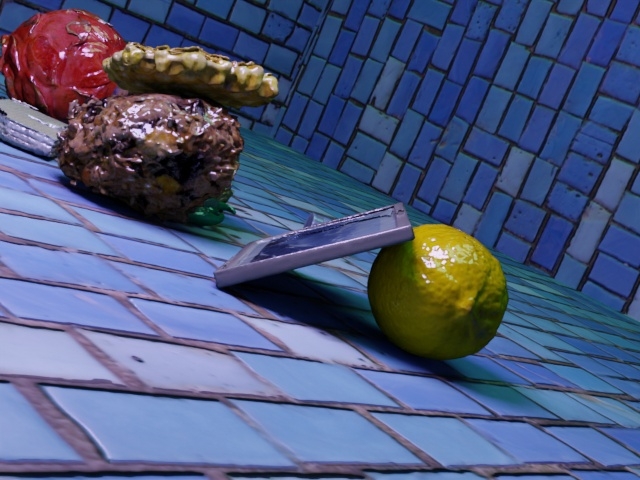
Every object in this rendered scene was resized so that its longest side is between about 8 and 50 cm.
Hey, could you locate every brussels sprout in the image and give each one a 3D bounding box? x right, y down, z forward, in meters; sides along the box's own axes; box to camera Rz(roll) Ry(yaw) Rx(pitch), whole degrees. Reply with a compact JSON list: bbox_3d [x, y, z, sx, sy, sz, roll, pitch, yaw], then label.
[{"bbox_3d":[-0.190,-0.078,1.779,0.085,0.058,0.085,29,-14,8],"label":"brussels sprout"}]

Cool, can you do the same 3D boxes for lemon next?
[{"bbox_3d":[0.152,0.066,1.336,0.180,0.181,0.193,21,-21,-21],"label":"lemon"}]

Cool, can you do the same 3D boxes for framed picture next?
[{"bbox_3d":[0.000,0.000,1.384,0.247,0.022,0.335,-14,5,5],"label":"framed picture"}]

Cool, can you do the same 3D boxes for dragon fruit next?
[{"bbox_3d":[-0.467,-0.310,1.894,0.241,0.252,0.241,50,20,-26],"label":"dragon fruit"}]

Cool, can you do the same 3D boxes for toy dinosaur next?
[{"bbox_3d":[-0.186,-0.052,1.639,0.096,0.059,0.132,38,22,30],"label":"toy dinosaur"}]

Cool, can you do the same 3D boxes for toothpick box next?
[{"bbox_3d":[0.012,-0.014,1.960,0.083,0.052,0.052,23,7,-17],"label":"toothpick box"}]

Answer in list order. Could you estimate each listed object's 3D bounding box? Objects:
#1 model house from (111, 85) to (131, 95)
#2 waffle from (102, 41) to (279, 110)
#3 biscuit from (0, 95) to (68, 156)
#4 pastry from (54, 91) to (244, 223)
[{"bbox_3d":[-0.296,-0.175,1.772,0.183,0.166,0.172,33,0,-23],"label":"model house"},{"bbox_3d":[-0.194,-0.240,1.556,0.291,0.051,0.291,9,-6,1],"label":"waffle"},{"bbox_3d":[-0.478,-0.186,1.688,0.147,0.046,0.250,24,6,-9],"label":"biscuit"},{"bbox_3d":[-0.244,-0.118,1.494,0.274,0.193,0.275,1,13,0],"label":"pastry"}]
